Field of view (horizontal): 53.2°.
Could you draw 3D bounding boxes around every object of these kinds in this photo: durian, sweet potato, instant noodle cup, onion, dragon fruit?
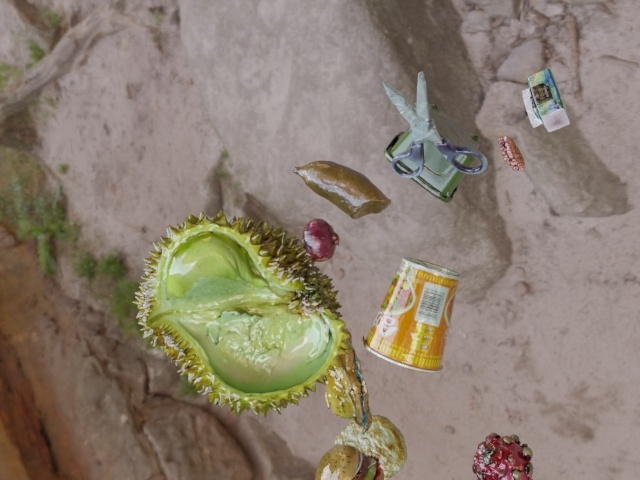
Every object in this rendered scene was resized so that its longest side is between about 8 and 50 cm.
[{"bbox_3d":[-0.086,0.077,0.717,0.237,0.176,0.200,37,94,-3],"label":"durian"},{"bbox_3d":[0.072,-0.195,2.274,0.370,0.158,0.158,35,128,10],"label":"sweet potato"},{"bbox_3d":[0.182,0.134,1.219,0.168,0.168,0.185,22,97,42],"label":"instant noodle cup"},{"bbox_3d":[0.000,0.000,1.529,0.097,0.107,0.107,-6,98,18],"label":"onion"},{"bbox_3d":[0.562,0.727,1.988,0.218,0.198,0.272,-129,42,-64],"label":"dragon fruit"}]

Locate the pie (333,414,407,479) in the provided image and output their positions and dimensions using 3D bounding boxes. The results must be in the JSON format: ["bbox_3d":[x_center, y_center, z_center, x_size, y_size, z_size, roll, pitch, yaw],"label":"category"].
[{"bbox_3d":[0.135,0.627,1.881,0.248,0.090,0.201,-33,55,9],"label":"pie"}]

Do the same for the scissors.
[{"bbox_3d":[0.258,-0.274,1.573,0.256,0.383,0.029,0,59,25],"label":"scissors"}]

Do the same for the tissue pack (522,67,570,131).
[{"bbox_3d":[0.499,-0.307,1.428,0.079,0.085,0.111,-21,64,24],"label":"tissue pack"}]

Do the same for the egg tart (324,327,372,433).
[{"bbox_3d":[0.057,0.369,1.659,0.291,0.107,0.290,167,90,-87],"label":"egg tart"}]

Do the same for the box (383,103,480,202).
[{"bbox_3d":[0.356,-0.283,1.968,0.253,0.328,0.178,35,116,0],"label":"box"}]

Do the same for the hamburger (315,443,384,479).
[{"bbox_3d":[0.065,0.585,1.584,0.137,0.175,0.175,45,141,-17],"label":"hamburger"}]

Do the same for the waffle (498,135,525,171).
[{"bbox_3d":[0.414,-0.186,1.376,0.029,0.075,0.083,-27,125,33],"label":"waffle"}]
